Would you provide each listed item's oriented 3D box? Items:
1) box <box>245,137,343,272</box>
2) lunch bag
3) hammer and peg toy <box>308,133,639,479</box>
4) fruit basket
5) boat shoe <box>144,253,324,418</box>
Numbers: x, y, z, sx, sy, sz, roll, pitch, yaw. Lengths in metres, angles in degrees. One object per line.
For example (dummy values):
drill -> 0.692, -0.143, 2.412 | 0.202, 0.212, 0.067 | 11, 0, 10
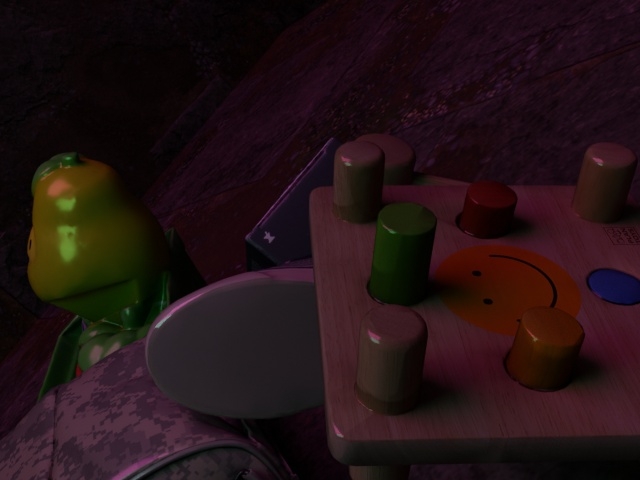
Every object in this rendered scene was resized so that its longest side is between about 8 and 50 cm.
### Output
box -> 0.000, 0.000, 0.930 | 0.153, 0.108, 0.207 | -50, -5, -13
lunch bag -> -0.159, 0.229, 0.754 | 0.256, 0.212, 0.305 | -45, 21, 1
hammer and peg toy -> 0.126, 0.005, 0.571 | 0.266, 0.127, 0.361 | 0, 36, -3
fruit basket -> -0.280, 0.086, 1.039 | 0.283, 0.392, 0.392 | -43, 21, 6
boat shoe -> 0.009, 0.065, 0.739 | 0.340, 0.127, 0.158 | -8, 9, -14
